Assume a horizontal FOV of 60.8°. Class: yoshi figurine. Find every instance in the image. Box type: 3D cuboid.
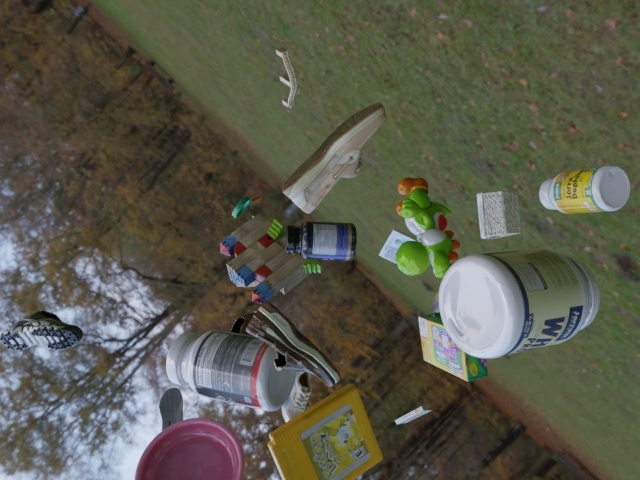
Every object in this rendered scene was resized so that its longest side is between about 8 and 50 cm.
[{"bbox_3d":[0.302,-0.027,1.760,0.203,0.203,0.362,23,-142,-31],"label":"yoshi figurine"}]

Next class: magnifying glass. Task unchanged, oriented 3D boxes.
[{"bbox_3d":[-0.275,-0.139,2.077,0.026,0.092,0.231,36,-160,0],"label":"magnifying glass"}]

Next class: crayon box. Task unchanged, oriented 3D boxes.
[{"bbox_3d":[0.443,0.353,1.850,0.278,0.081,0.166,-171,73,-70],"label":"crayon box"}]

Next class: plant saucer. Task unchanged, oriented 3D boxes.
[{"bbox_3d":[-0.391,0.713,1.665,0.332,0.332,0.084,43,151,33],"label":"plant saucer"}]

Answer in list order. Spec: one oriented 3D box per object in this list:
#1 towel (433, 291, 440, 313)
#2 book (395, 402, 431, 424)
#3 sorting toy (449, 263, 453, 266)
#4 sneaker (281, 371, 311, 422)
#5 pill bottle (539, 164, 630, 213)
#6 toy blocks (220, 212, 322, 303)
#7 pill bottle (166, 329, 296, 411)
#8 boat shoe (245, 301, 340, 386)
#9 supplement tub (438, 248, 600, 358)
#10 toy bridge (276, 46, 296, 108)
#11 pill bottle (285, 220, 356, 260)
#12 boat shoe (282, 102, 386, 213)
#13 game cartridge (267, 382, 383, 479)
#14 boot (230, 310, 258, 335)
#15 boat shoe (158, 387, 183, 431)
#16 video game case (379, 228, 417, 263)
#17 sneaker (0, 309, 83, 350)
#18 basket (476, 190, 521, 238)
[{"bbox_3d":[0.432,0.231,2.014,0.009,0.083,0.060,13,145,-10],"label":"towel"},{"bbox_3d":[0.410,0.768,2.414,0.096,0.144,0.035,17,-138,-54],"label":"book"},{"bbox_3d":[0.552,0.130,2.185,0.102,0.061,0.042,43,167,1],"label":"sorting toy"},{"bbox_3d":[-0.086,0.604,2.094,0.087,0.092,0.229,26,-132,-27],"label":"sneaker"},{"bbox_3d":[0.685,-0.130,1.436,0.117,0.118,0.208,44,166,-16],"label":"pill bottle"},{"bbox_3d":[-0.218,0.076,1.971,0.381,0.260,0.191,39,154,27],"label":"toy blocks"},{"bbox_3d":[-0.275,0.388,1.678,0.362,0.211,0.210,4,159,26],"label":"pill bottle"},{"bbox_3d":[-0.066,0.254,1.228,0.257,0.095,0.095,47,166,-14],"label":"boat shoe"},{"bbox_3d":[0.471,0.140,1.289,0.324,0.236,0.235,-3,-153,-30],"label":"supplement tub"},{"bbox_3d":[-0.098,-0.487,1.665,0.063,0.026,0.188,41,150,38],"label":"toy bridge"},{"bbox_3d":[0.000,0.000,1.741,0.219,0.123,0.123,2,-177,-5],"label":"pill bottle"},{"bbox_3d":[0.053,-0.215,1.428,0.110,0.341,0.122,43,-166,-18],"label":"boat shoe"},{"bbox_3d":[0.020,0.648,1.700,0.052,0.323,0.286,4,118,62],"label":"game cartridge"},{"bbox_3d":[-0.284,0.375,1.879,0.115,0.306,0.112,-3,-148,-47],"label":"boot"},{"bbox_3d":[-0.522,0.622,1.904,0.226,0.083,0.076,-102,10,-55],"label":"boat shoe"},{"bbox_3d":[0.324,0.039,2.111,0.157,0.143,0.019,25,-141,0],"label":"video game case"},{"bbox_3d":[-0.693,0.220,1.388,0.106,0.234,0.078,-70,-32,-52],"label":"sneaker"},{"bbox_3d":[0.634,-0.094,1.931,0.113,0.168,0.103,-2,175,-39],"label":"basket"}]
